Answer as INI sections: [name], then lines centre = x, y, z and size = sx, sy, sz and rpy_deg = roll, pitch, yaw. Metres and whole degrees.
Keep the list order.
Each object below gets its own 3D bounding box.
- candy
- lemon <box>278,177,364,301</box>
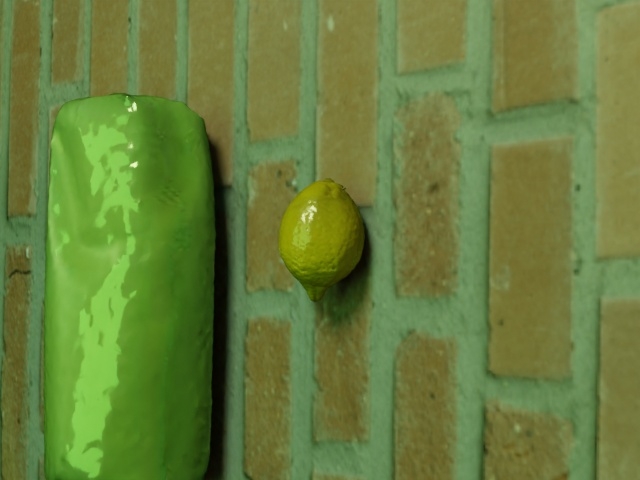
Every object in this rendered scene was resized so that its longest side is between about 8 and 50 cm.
[candy]
centre = -0.161, 0.051, 0.942
size = 0.142, 0.132, 0.343
rpy_deg = -5, 84, 63
[lemon]
centre = 0.000, 0.000, 0.820
size = 0.065, 0.065, 0.092
rpy_deg = 15, 99, 47
